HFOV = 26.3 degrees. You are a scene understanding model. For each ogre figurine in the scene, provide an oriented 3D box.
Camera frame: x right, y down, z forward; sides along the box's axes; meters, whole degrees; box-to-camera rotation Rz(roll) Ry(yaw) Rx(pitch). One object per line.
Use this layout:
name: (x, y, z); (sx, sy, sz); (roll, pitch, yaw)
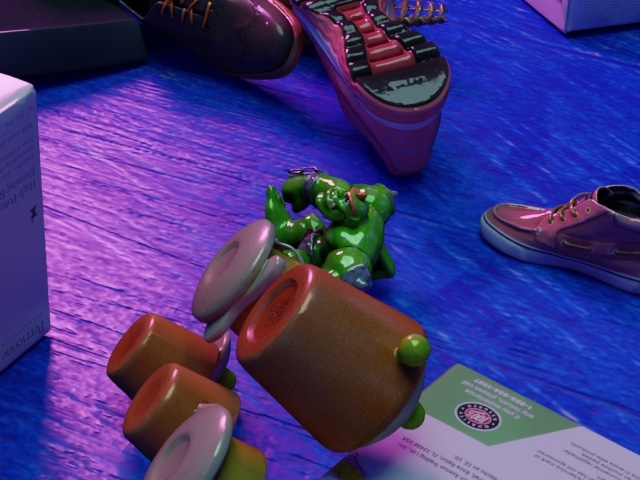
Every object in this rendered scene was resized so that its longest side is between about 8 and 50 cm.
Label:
ogre figurine: (0.000, 0.000, 1.180); (0.118, 0.097, 0.197); (-5, 16, 20)

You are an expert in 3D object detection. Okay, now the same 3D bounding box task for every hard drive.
hard drive: (-0.335, -0.235, 1.503); (0.254, 0.054, 0.172); (-10, 35, -28)

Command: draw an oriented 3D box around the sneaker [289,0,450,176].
sneaker: (0.038, -0.184, 1.399); (0.115, 0.136, 0.314); (-13, 46, -10)

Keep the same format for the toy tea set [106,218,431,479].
toy tea set: (-0.039, 0.100, 0.924); (0.124, 0.200, 0.336); (38, 0, -19)

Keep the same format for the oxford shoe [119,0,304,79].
oxford shoe: (-0.132, -0.240, 1.483); (0.271, 0.097, 0.098); (25, 12, 37)

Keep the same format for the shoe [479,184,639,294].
shoe: (0.230, -0.018, 1.225); (0.178, 0.081, 0.063); (20, 38, 23)

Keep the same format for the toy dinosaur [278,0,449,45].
toy dinosaur: (-0.011, -0.288, 1.585); (0.322, 0.164, 0.218); (30, 55, 6)

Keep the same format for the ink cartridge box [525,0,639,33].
ink cartridge box: (0.386, -0.389, 1.732); (0.309, 0.130, 0.272); (-10, 35, -18)

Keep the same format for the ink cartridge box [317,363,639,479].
ink cartridge box: (0.082, 0.222, 0.835); (0.201, 0.117, 0.278); (26, 41, 30)

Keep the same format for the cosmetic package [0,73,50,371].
cosmetic package: (-0.273, -0.004, 1.035); (0.085, 0.231, 0.117); (19, 38, 22)
